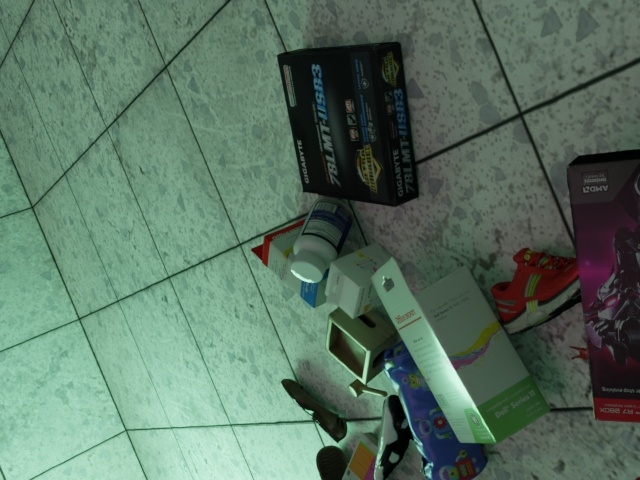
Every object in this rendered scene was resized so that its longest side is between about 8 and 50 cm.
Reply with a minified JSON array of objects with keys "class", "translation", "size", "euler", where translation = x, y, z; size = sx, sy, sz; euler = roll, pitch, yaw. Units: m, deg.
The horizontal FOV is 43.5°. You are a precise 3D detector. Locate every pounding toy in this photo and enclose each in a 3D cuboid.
[{"class":"pounding toy","translation":[0.105,0.252,1.738],"size":[0.181,0.094,0.206],"euler":[39,146,28]}]

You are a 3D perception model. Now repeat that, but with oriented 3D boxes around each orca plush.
[{"class":"orca plush","translation":[0.177,0.447,1.732],"size":[0.102,0.151,0.288],"euler":[7,114,3]}]

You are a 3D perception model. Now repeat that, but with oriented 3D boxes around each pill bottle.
[{"class":"pill bottle","translation":[0.000,0.000,1.642],"size":[0.094,0.169,0.094],"euler":[16,145,12]}]

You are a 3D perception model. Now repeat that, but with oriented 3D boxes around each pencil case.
[{"class":"pencil case","translation":[0.222,0.337,1.590],"size":[0.119,0.133,0.306],"euler":[-42,-69,-87]}]

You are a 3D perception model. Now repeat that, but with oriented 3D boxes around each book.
[{"class":"book","translation":[0.111,0.537,1.879],"size":[0.096,0.035,0.144],"euler":[37,111,40]}]

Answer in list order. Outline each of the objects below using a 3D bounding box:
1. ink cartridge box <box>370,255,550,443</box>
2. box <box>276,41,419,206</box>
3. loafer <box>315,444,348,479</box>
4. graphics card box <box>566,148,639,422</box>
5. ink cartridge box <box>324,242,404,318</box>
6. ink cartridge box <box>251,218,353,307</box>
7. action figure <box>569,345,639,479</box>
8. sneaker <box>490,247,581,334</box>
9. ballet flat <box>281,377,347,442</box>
[{"class":"ink cartridge box","translation":[0.238,0.177,1.435],"size":[0.354,0.119,0.207],"euler":[61,166,8]},{"class":"box","translation":[0.049,-0.226,1.552],"size":[0.293,0.073,0.296],"euler":[12,118,49]},{"class":"loafer","translation":[0.056,0.646,2.000],"size":[0.092,0.101,0.269],"euler":[64,-166,-73]},{"class":"graphics card box","translation":[0.465,0.061,1.055],"size":[0.232,0.094,0.371],"euler":[-2,103,30]},{"class":"ink cartridge box","translation":[0.082,0.083,1.618],"size":[0.090,0.143,0.092],"euler":[40,138,33]},{"class":"ink cartridge box","translation":[-0.034,0.033,1.752],"size":[0.231,0.134,0.078],"euler":[39,137,34]},{"class":"action figure","translation":[0.465,0.230,1.224],"size":[0.139,0.091,0.281],"euler":[5,114,34]},{"class":"sneaker","translation":[0.358,0.058,1.273],"size":[0.118,0.107,0.279],"euler":[63,145,15]},{"class":"ballet flat","translation":[-0.014,0.417,2.023],"size":[0.250,0.058,0.084],"euler":[35,166,45]}]
